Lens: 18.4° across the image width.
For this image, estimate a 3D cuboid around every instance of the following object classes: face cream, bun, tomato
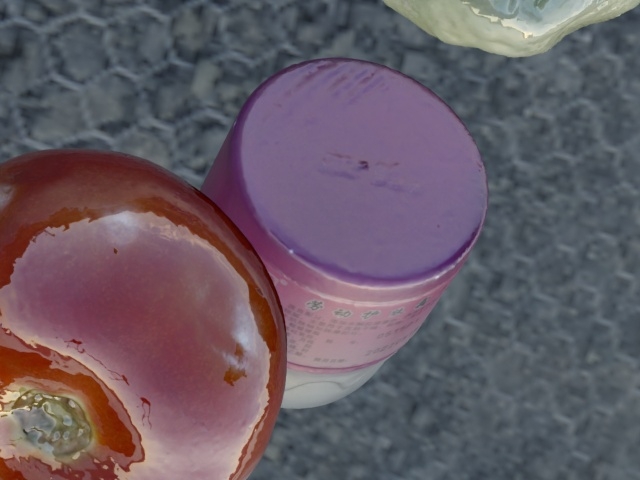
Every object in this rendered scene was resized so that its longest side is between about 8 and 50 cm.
[{"bbox_3d":[0.000,0.000,1.314,0.175,0.175,0.195,-27,161,-31],"label":"face cream"},{"bbox_3d":[0.156,-0.243,1.566,0.229,0.229,0.145,-20,144,-33],"label":"bun"},{"bbox_3d":[-0.107,0.047,0.943,0.136,0.195,0.195,-65,140,-52],"label":"tomato"}]
